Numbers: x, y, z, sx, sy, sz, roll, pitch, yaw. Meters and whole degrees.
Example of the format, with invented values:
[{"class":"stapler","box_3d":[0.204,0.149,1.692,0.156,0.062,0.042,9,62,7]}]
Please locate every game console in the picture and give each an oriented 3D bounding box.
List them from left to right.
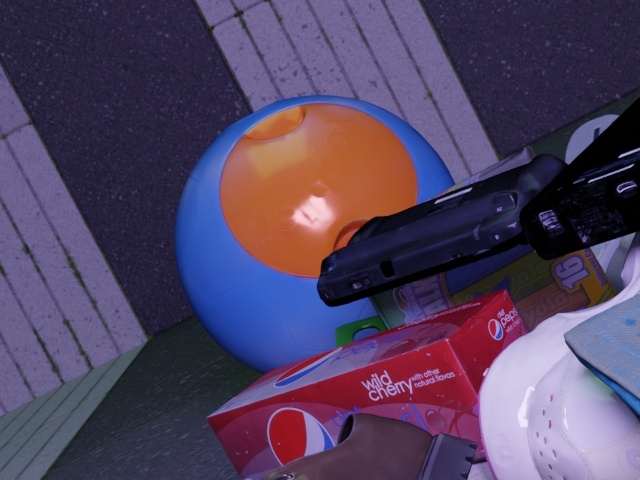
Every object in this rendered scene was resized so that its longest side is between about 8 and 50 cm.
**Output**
[{"class":"game console","box_3d":[0.149,-0.033,0.931,0.361,0.044,0.213,-20,12,42]}]

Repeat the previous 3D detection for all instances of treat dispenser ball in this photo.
[{"class":"treat dispenser ball","box_3d":[0.000,0.000,1.359,0.288,0.288,0.288,-27,5,3]}]

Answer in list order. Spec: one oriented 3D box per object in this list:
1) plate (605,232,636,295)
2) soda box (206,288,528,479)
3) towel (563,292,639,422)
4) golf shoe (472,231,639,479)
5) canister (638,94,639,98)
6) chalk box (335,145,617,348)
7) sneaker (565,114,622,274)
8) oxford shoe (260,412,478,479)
[{"class":"plate","box_3d":[0.322,-0.048,1.029,0.277,0.045,0.278,-47,2,6]},{"class":"soda box","box_3d":[0.039,0.122,1.006,0.263,0.092,0.083,-23,7,43]},{"class":"towel","box_3d":[0.314,0.020,0.567,0.370,0.040,0.271,-26,22,-2]},{"class":"golf shoe","box_3d":[0.224,0.050,0.777,0.306,0.115,0.140,-40,20,-34]},{"class":"canister","box_3d":[0.303,-0.116,1.058,0.126,0.073,0.170,-48,0,16]},{"class":"chalk box","box_3d":[0.112,0.044,1.089,0.213,0.132,0.132,-29,18,8]},{"class":"sneaker","box_3d":[0.268,-0.015,1.274,0.094,0.091,0.258,-18,30,35]},{"class":"oxford shoe","box_3d":[0.003,0.159,0.659,0.227,0.096,0.082,-53,-17,-62]}]
